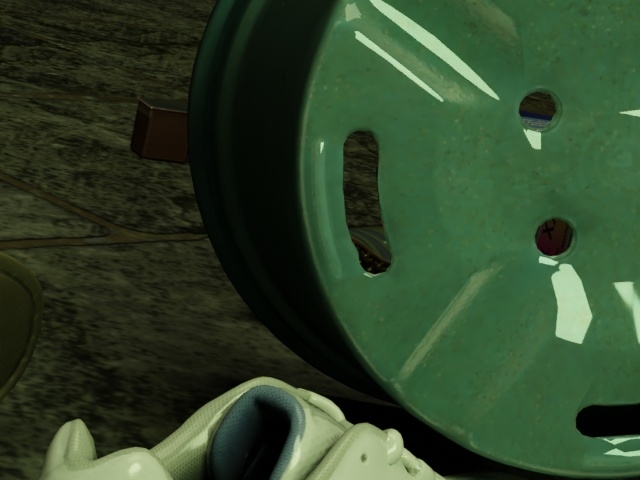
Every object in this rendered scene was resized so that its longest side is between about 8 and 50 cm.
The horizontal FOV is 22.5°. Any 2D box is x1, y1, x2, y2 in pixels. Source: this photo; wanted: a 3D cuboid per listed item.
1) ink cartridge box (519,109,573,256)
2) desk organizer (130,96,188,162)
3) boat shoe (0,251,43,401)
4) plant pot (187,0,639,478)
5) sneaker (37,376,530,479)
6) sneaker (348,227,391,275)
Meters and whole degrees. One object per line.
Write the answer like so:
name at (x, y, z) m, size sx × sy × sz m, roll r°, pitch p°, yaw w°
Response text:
ink cartridge box at (0.254, 0.006, 1.246) m, size 0.270 × 0.151 × 0.395 m, roll 10°, pitch 11°, yaw -11°
desk organizer at (-0.115, -0.102, 1.561) m, size 0.130 × 0.050 × 0.047 m, roll 6°, pitch 14°, yaw -26°
boat shoe at (-0.247, 0.042, 0.681) m, size 0.104 × 0.110 × 0.307 m, roll 20°, pitch 15°, yaw 27°
plant pot at (0.103, -0.047, 0.785) m, size 0.341 × 0.341 × 0.334 m, roll 11°, pitch 5°, yaw -5°
sneaker at (0.008, 0.114, 0.578) m, size 0.111 × 0.129 × 0.297 m, roll 18°, pitch 12°, yaw 35°
sneaker at (0.021, 0.023, 1.147) m, size 0.192 × 0.064 × 0.086 m, roll 5°, pitch 7°, yaw -32°
